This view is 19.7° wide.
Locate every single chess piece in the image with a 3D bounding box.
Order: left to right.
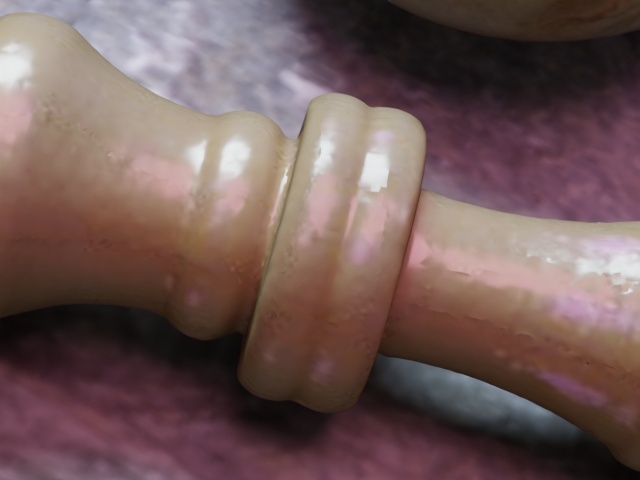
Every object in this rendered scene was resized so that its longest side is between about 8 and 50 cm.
[{"bbox_3d":[0.000,0.000,0.587,0.397,0.117,0.117,15,49,-3],"label":"chess piece"}]

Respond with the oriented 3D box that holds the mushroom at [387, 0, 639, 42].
[{"bbox_3d":[0.086,-0.181,0.711,0.226,0.178,0.226,9,51,-11],"label":"mushroom"}]
